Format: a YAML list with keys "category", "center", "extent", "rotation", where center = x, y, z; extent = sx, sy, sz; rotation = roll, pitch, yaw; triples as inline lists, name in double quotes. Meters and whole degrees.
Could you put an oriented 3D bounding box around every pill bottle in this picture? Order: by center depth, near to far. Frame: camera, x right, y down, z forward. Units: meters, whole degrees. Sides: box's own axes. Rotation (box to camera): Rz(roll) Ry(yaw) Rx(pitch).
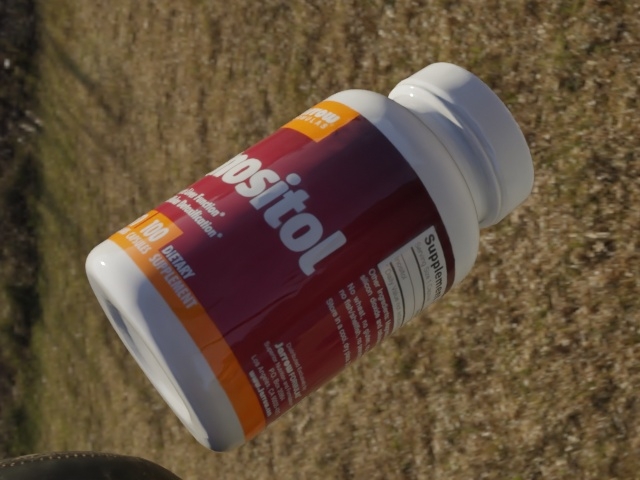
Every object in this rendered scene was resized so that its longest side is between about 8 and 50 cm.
- category: "pill bottle"
  center: [0.000, 0.000, 0.366]
  extent: [0.086, 0.152, 0.086]
  rotation: [47, 161, 22]

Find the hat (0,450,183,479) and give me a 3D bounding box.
- category: "hat"
  center: [-0.117, 0.164, 0.370]
  extent: [0.134, 0.331, 0.331]
  rotation: [51, 124, 29]
